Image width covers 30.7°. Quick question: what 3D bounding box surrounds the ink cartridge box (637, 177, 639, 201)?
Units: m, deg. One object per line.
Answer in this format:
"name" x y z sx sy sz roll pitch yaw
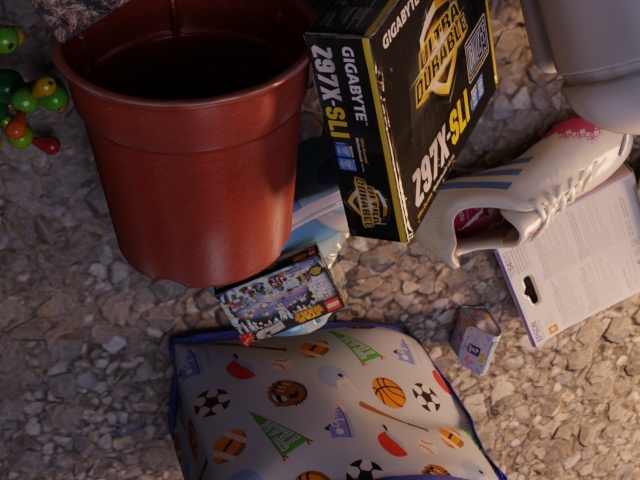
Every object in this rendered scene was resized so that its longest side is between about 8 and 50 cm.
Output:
"ink cartridge box" 0.545 -0.030 1.643 0.153 0.087 0.208 -2 135 31

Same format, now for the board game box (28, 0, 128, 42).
"board game box" -0.202 -0.377 1.121 0.291 0.141 0.232 -33 128 2

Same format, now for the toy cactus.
"toy cactus" -0.355 -0.158 1.224 0.181 0.219 0.112 17 74 0

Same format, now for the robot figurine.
"robot figurine" 0.352 -0.273 1.329 0.200 0.300 0.353 -25 102 -34

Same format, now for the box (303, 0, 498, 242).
"box" 0.101 -0.194 1.278 0.079 0.322 0.257 8 132 24

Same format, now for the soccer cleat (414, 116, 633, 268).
"soccer cleat" 0.282 -0.056 1.528 0.331 0.143 0.116 -24 128 -5

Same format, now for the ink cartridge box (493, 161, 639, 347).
"ink cartridge box" 0.367 0.022 1.677 0.224 0.045 0.223 -28 128 -1

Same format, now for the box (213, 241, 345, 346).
"box" -0.049 0.067 1.415 0.137 0.027 0.094 -23 127 6

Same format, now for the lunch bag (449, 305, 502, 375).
"lunch bag" 0.224 0.143 1.679 0.053 0.083 0.071 1 123 -22

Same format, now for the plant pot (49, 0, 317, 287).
"plant pot" -0.135 -0.109 1.260 0.272 0.272 0.265 -12 130 -14

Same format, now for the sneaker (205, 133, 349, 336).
"sneaker" 0.000 0.000 1.471 0.319 0.127 0.208 -29 127 11

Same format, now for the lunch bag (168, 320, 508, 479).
"lunch bag" 0.020 0.279 1.536 0.386 0.328 0.239 -8 129 -19
